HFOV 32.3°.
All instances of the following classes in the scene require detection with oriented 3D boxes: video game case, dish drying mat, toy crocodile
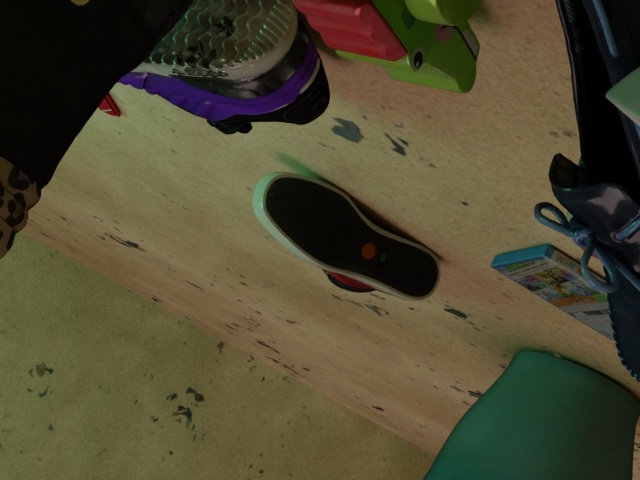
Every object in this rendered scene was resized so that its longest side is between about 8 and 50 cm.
[{"bbox_3d":[0.270,0.057,1.141,0.166,0.015,0.119,30,166,-12],"label":"video game case"},{"bbox_3d":[-0.265,-0.172,1.331,0.032,0.008,0.083,25,166,14],"label":"dish drying mat"},{"bbox_3d":[0.008,-0.177,0.613,0.115,0.105,0.340,19,164,30],"label":"toy crocodile"}]

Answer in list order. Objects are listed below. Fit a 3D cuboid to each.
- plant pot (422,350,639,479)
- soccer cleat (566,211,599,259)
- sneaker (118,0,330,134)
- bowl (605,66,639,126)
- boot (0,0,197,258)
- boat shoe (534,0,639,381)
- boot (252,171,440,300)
[{"bbox_3d":[0.288,0.294,1.455,0.271,0.255,0.271,25,165,7],"label":"plant pot"},{"bbox_3d":[0.248,-0.056,0.644,0.143,0.116,0.331,55,160,-15],"label":"soccer cleat"},{"bbox_3d":[-0.114,-0.149,0.945,0.293,0.102,0.146,17,163,36],"label":"sneaker"},{"bbox_3d":[0.200,-0.030,0.474,0.142,0.053,0.142,39,-168,-12],"label":"bowl"},{"bbox_3d":[-0.297,-0.178,0.803,0.377,0.284,0.138,27,166,7],"label":"boot"},{"bbox_3d":[0.159,-0.039,0.598,0.109,0.089,0.258,-148,45,-68],"label":"boat shoe"},{"bbox_3d":[0.000,0.000,1.303,0.244,0.088,0.176,30,168,-24],"label":"boot"}]
